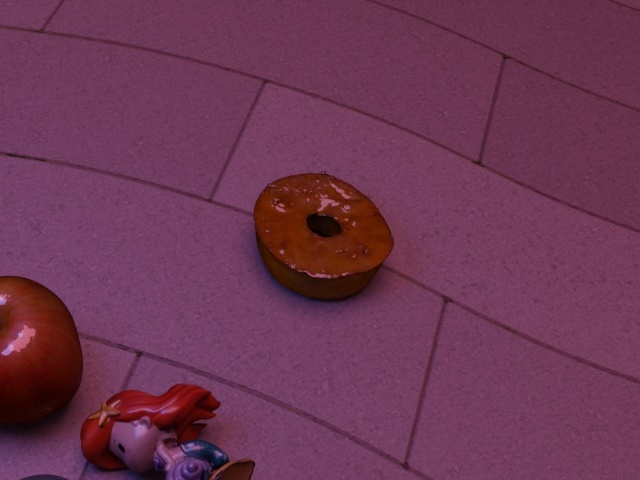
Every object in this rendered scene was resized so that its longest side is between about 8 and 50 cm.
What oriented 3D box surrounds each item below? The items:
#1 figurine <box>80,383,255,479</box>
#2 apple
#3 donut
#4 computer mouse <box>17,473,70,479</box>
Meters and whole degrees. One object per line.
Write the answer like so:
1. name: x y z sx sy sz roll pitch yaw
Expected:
1. figurine: -0.235 0.328 1.938 0.257 0.181 0.208 38 91 23
2. apple: -0.504 0.186 1.958 0.242 0.241 0.242 -1 58 2
3. donut: -0.001 -0.002 2.320 0.278 0.108 0.277 6 47 -7
4. computer mouse: -0.409 0.518 1.742 0.188 0.121 0.370 -4 48 2
